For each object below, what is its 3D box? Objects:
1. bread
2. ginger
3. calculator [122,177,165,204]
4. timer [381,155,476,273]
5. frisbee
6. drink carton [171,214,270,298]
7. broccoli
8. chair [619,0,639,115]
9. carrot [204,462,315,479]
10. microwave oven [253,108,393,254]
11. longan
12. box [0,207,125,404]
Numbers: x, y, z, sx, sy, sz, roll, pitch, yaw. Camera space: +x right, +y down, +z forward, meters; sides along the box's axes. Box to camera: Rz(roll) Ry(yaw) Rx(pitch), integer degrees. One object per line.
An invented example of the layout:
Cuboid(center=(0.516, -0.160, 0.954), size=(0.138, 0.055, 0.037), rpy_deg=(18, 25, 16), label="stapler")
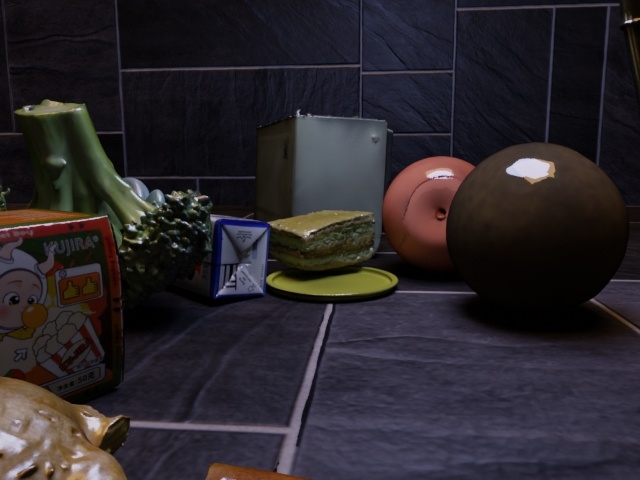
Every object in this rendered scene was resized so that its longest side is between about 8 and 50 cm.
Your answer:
Cuboid(center=(0.000, 0.000, 1.049), size=(0.196, 0.102, 0.138), rpy_deg=(-12, 12, -40), label="bread")
Cuboid(center=(-0.186, 0.136, 0.308), size=(0.157, 0.102, 0.216), rpy_deg=(25, -9, -27), label="ginger")
Cuboid(center=(-0.389, -0.019, 1.000), size=(0.299, 0.185, 0.041), rpy_deg=(-15, -24, 29), label="calculator")
Cuboid(center=(0.235, -0.049, 1.072), size=(0.230, 0.229, 0.215), rpy_deg=(2, 0, 12), label="timer")
Cuboid(center=(0.019, 0.073, 0.967), size=(0.236, 0.017, 0.236), rpy_deg=(0, 9, 0), label="frisbee")
Cuboid(center=(-0.230, 0.014, 0.972), size=(0.107, 0.130, 0.315), rpy_deg=(2, 5, -45), label="drink carton")
Cuboid(center=(-0.337, -0.012, 0.752), size=(0.375, 0.302, 0.249), rpy_deg=(2, 49, 18), label="broccoli")
Cuboid(center=(0.387, -0.022, 0.295), size=(0.365, 0.409, 0.362), rpy_deg=(2, 10, 9), label="chair")
Cuboid(center=(0.038, 0.163, 0.288), size=(0.210, 0.061, 0.061), rpy_deg=(5, 9, 7), label="carrot")
Cuboid(center=(-0.008, -0.139, 1.358), size=(0.247, 0.332, 0.394), rpy_deg=(2, 8, -19), label="microwave oven")
Cuboid(center=(0.303, -0.015, 0.788), size=(0.258, 0.258, 0.258), rpy_deg=(0, 9, 0), label="longan")
Cuboid(center=(-0.305, 0.068, 0.489), size=(0.148, 0.177, 0.195), rpy_deg=(5, 10, 34), label="box")
